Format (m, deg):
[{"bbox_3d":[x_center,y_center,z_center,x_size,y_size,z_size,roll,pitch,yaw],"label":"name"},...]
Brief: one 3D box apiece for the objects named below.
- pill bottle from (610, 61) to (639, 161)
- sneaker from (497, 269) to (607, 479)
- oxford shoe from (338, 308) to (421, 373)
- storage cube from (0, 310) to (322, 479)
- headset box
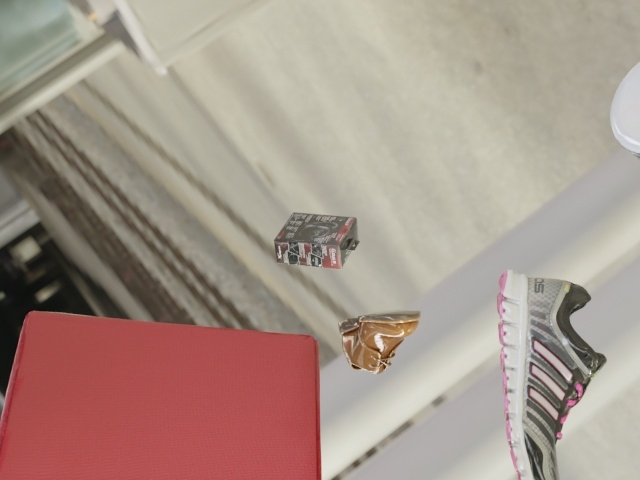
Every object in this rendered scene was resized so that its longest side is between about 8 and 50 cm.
[{"bbox_3d":[0.435,-0.101,1.469,0.245,0.130,0.130,30,-173,-39],"label":"pill bottle"},{"bbox_3d":[0.166,0.103,0.946,0.063,0.074,0.170,60,-153,-76],"label":"sneaker"},{"bbox_3d":[0.078,0.124,1.658,0.212,0.076,0.076,139,126,-73],"label":"oxford shoe"},{"bbox_3d":[-0.100,0.179,0.823,0.193,0.215,0.184,-92,9,-49],"label":"storage cube"},{"bbox_3d":[0.000,0.000,1.445,0.083,0.062,0.032,6,123,18],"label":"headset box"}]
